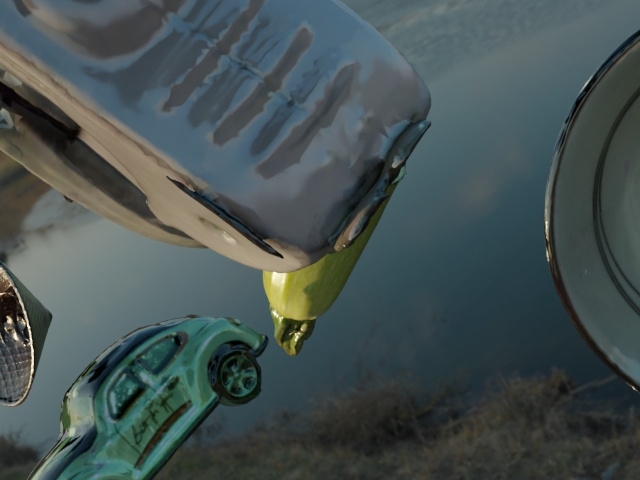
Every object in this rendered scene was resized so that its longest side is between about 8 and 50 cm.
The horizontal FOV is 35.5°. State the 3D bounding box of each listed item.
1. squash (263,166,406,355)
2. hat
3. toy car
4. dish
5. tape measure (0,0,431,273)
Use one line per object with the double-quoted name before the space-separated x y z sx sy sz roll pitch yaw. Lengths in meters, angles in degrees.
"squash" -0.004 0.002 1.059 0.137 0.137 0.287 -101 29 -75
"hat" -0.367 0.101 1.227 0.082 0.193 0.193 -13 -1 -44
"toy car" -0.181 0.170 0.933 0.306 0.125 0.136 -45 13 -32
"dish" 0.319 -0.026 0.709 0.316 0.316 0.106 -24 6 23
"tape measure" -0.087 -0.078 0.406 0.120 0.236 0.197 -54 6 -13
